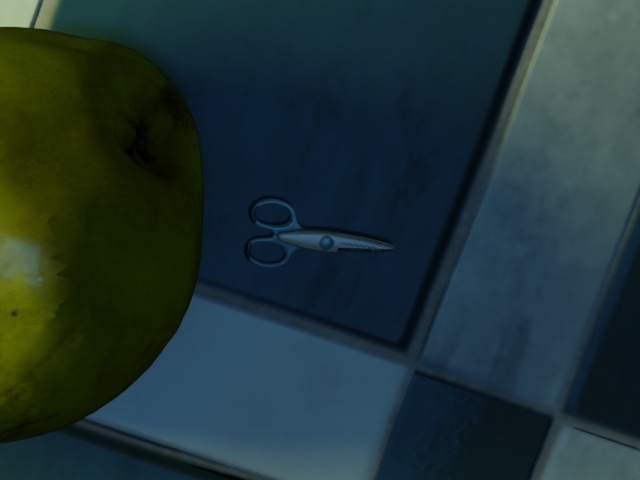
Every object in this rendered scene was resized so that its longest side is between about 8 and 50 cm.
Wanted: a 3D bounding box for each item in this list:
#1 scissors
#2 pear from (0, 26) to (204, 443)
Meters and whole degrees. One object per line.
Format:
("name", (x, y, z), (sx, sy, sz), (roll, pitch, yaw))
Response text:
("scissors", (0.000, 0.000, 1.451), (0.119, 0.014, 0.058), (8, 102, -4))
("pear", (-0.252, 0.012, 1.305), (0.375, 0.287, 0.287), (-31, 100, 10))
